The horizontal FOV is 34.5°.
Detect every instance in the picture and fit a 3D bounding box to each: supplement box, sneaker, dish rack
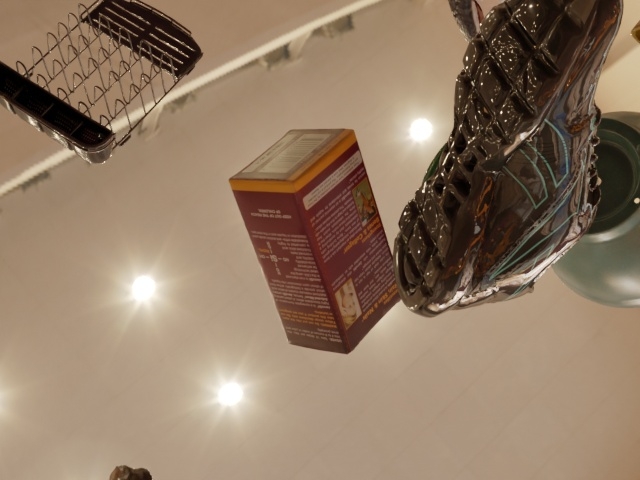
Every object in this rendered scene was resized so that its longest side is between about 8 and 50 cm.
[{"bbox_3d":[0.000,0.000,0.974,0.104,0.081,0.188,-43,-55,-40],"label":"supplement box"},{"bbox_3d":[0.136,-0.059,0.682,0.106,0.267,0.101,6,-140,-21],"label":"sneaker"},{"bbox_3d":[-0.304,-0.243,1.434,0.208,0.074,0.271,33,-117,12],"label":"dish rack"}]

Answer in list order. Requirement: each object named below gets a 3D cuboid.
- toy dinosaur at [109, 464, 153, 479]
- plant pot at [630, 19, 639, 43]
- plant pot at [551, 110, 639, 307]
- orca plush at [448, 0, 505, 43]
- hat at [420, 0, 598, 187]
[{"bbox_3d":[-0.108,0.299,0.860,0.268,0.064,0.118,34,-95,20],"label":"toy dinosaur"},{"bbox_3d":[0.563,-0.287,1.280,0.212,0.212,0.187,38,-104,-13],"label":"plant pot"},{"bbox_3d":[0.423,-0.065,1.493,0.196,0.293,0.293,27,-120,-54],"label":"plant pot"},{"bbox_3d":[0.186,-0.333,1.140,0.151,0.287,0.102,-22,-141,-1],"label":"orca plush"},{"bbox_3d":[0.194,-0.102,1.083,0.173,0.208,0.183,19,-146,-9],"label":"hat"}]
